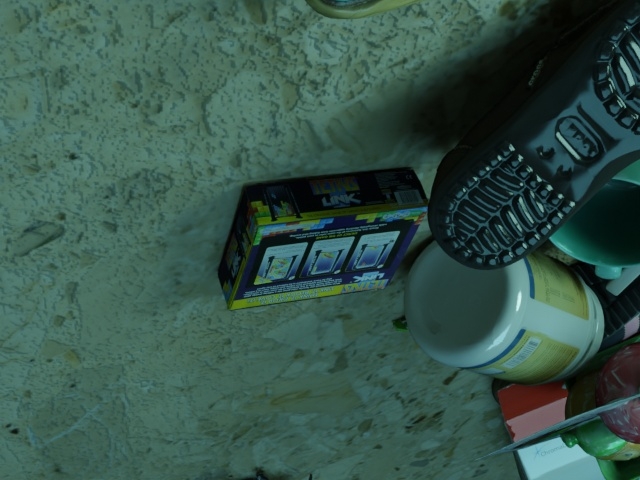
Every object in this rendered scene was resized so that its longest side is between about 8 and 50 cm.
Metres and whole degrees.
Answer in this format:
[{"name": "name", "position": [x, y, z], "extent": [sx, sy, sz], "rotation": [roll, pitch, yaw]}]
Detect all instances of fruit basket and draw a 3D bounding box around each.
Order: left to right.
[{"name": "fruit basket", "position": [0.375, 0.184, 1.307], "extent": [0.327, 0.165, 0.353], "rotation": [-29, 168, 26]}]

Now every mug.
[{"name": "mug", "position": [0.275, -0.045, 1.130], "extent": [0.129, 0.097, 0.158], "rotation": [26, 144, -10]}]

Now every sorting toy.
[{"name": "sorting toy", "position": [0.126, 0.099, 1.333], "extent": [0.083, 0.012, 0.062], "rotation": [10, -167, 30]}]

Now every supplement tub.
[{"name": "supplement tub", "position": [0.198, 0.075, 1.243], "extent": [0.144, 0.144, 0.199], "rotation": [-38, 144, 26]}]

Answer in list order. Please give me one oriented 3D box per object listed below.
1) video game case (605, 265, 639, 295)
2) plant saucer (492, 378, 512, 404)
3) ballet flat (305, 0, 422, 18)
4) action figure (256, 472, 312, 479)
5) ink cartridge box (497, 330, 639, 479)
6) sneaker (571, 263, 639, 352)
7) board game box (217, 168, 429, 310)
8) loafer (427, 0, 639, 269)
[{"name": "video game case", "position": [0.357, -0.032, 1.204], "extent": [0.157, 0.019, 0.143], "rotation": [-55, 180, 43]}, {"name": "plant saucer", "position": [0.366, 0.169, 1.589], "extent": [0.277, 0.041, 0.278], "rotation": [-15, 147, -10]}, {"name": "ballet flat", "position": [0.094, -0.212, 0.832], "extent": [0.232, 0.080, 0.073], "rotation": [-16, 176, -3]}, {"name": "action figure", "position": [-0.122, 0.415, 1.590], "extent": [0.275, 0.141, 0.164], "rotation": [-21, 137, 3]}, {"name": "ink cartridge box", "position": [0.413, 0.246, 1.610], "extent": [0.308, 0.091, 0.385], "rotation": [-23, 150, 2]}, {"name": "sneaker", "position": [0.363, 0.069, 1.363], "extent": [0.319, 0.112, 0.131], "rotation": [-31, 144, 19]}, {"name": "board game box", "position": [0.000, 0.000, 1.108], "extent": [0.170, 0.048, 0.141], "rotation": [-7, 148, -22]}, {"name": "loafer", "position": [0.231, -0.131, 0.998], "extent": [0.366, 0.130, 0.134], "rotation": [-36, 113, 8]}]
